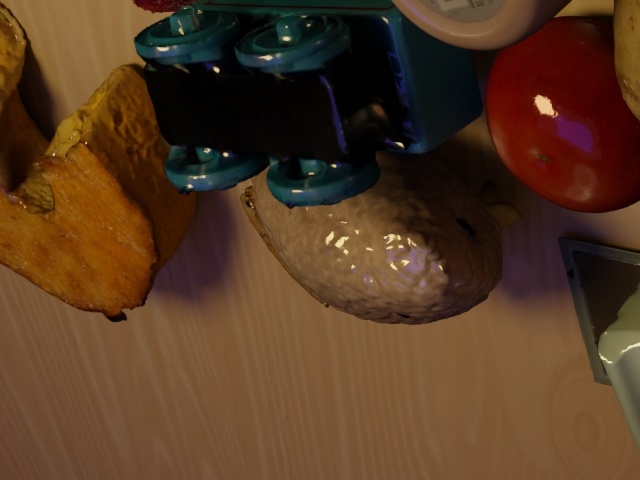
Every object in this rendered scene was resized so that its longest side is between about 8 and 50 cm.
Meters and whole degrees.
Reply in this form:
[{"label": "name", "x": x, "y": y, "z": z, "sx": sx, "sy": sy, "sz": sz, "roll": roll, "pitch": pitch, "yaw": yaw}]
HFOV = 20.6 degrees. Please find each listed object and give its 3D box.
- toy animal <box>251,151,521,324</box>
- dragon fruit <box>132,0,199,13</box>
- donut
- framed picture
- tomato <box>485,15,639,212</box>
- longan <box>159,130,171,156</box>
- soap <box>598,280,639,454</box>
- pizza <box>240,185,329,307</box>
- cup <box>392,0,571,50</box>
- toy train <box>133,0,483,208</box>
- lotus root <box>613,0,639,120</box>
[{"label": "toy animal", "x": 0.056, "y": -0.019, "z": 1.840, "sx": 0.226, "sy": 0.188, "sz": 0.358, "roll": 15, "pitch": -160, "yaw": -45}, {"label": "dragon fruit", "x": -0.132, "y": -0.313, "z": 1.808, "sx": 0.153, "sy": 0.153, "sz": 0.110, "roll": -30, "pitch": 73, "yaw": 56}, {"label": "donut", "x": -0.342, "y": -0.099, "z": 2.210, "sx": 0.435, "sy": 0.163, "sz": 0.377, "roll": 25, "pitch": 145, "yaw": 20}, {"label": "framed picture", "x": 0.385, "y": 0.097, "z": 1.822, "sx": 0.273, "sy": 0.016, "sz": 0.216, "roll": 13, "pitch": 138, "yaw": 36}, {"label": "tomato", "x": 0.239, "y": -0.112, "z": 1.617, "sx": 0.195, "sy": 0.136, "sz": 0.195, "roll": 27, "pitch": 145, "yaw": 21}, {"label": "longan", "x": -0.140, "y": -0.124, "z": 2.032, "sx": 0.113, "sy": 0.092, "sz": 0.113, "roll": 36, "pitch": 169, "yaw": 8}, {"label": "soap", "x": 0.382, "y": 0.157, "z": 1.719, "sx": 0.095, "sy": 0.173, "sz": 0.289, "roll": 6, "pitch": 133, "yaw": 41}, {"label": "pizza", "x": 0.000, "y": 0.000, "z": 2.062, "sx": 0.188, "sy": 0.062, "sz": 0.199, "roll": 49, "pitch": 145, "yaw": -16}, {"label": "cup", "x": 0.151, "y": -0.298, "z": 1.433, "sx": 0.192, "sy": 0.200, "sz": 0.252, "roll": 22, "pitch": 142, "yaw": 27}, {"label": "toy train", "x": -0.009, "y": -0.158, "z": 1.698, "sx": 0.300, "sy": 0.265, "sz": 0.188, "roll": 8, "pitch": 121, "yaw": 41}, {"label": "lotus root", "x": 0.322, "y": -0.175, "z": 1.448, "sx": 0.160, "sy": 0.146, "sz": 0.284, "roll": 17, "pitch": 140, "yaw": 24}]
